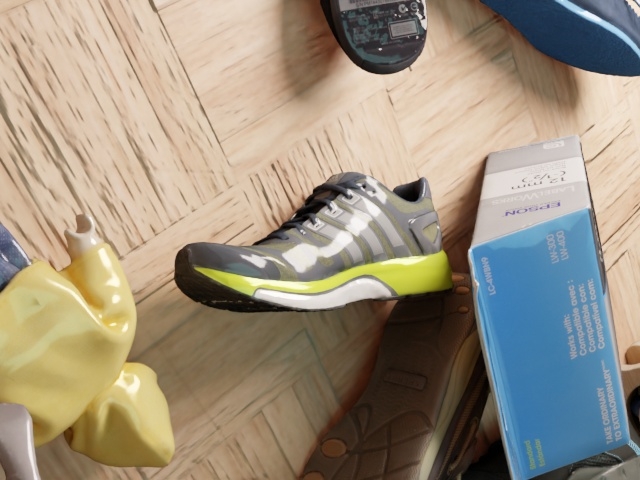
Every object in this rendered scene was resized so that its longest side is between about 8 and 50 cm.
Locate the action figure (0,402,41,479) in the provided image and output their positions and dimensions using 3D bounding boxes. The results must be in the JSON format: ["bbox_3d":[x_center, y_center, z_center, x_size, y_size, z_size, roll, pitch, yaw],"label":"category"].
[{"bbox_3d":[-0.262,0.287,0.370,0.341,0.179,0.330,-33,135,-52],"label":"action figure"}]

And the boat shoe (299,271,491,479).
[{"bbox_3d":[0.097,0.204,0.740,0.130,0.132,0.355,43,70,-35],"label":"boat shoe"}]

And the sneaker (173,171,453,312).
[{"bbox_3d":[0.000,0.000,0.671,0.300,0.111,0.121,-4,87,-43],"label":"sneaker"}]

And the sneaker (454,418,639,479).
[{"bbox_3d":[0.258,0.261,0.902,0.341,0.125,0.139,1,67,-35],"label":"sneaker"}]

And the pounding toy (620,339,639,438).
[{"bbox_3d":[0.478,0.280,1.027,0.155,0.154,0.269,-32,113,-31],"label":"pounding toy"}]

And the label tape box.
[{"bbox_3d":[0.230,0.067,0.732,0.347,0.115,0.249,-59,136,-63],"label":"label tape box"}]

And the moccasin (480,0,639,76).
[{"bbox_3d":[0.269,-0.288,0.809,0.342,0.138,0.116,22,84,-38],"label":"moccasin"}]

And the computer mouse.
[{"bbox_3d":[0.061,-0.291,0.691,0.184,0.060,0.262,-21,99,-20],"label":"computer mouse"}]

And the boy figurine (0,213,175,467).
[{"bbox_3d":[-0.202,0.065,0.518,0.285,0.092,0.177,45,68,-33],"label":"boy figurine"}]
